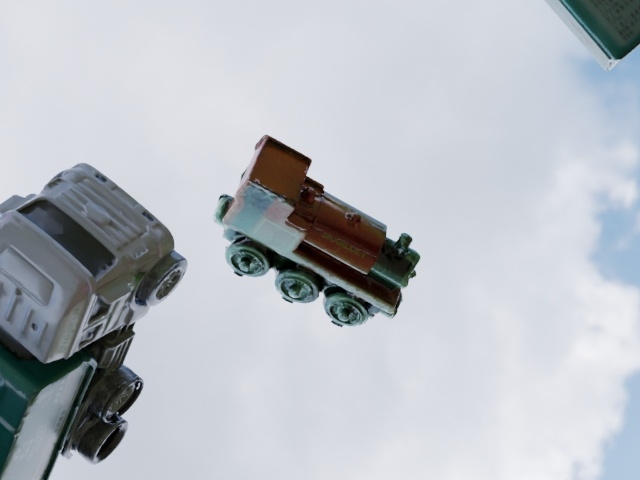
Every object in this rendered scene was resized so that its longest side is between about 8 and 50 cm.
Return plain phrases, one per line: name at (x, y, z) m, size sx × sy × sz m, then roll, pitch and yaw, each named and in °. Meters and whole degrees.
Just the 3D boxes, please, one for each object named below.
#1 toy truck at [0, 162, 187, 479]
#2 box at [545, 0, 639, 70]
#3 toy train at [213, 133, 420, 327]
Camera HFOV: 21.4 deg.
toy truck at (-0.183, 0.077, 1.082) m, size 0.124 × 0.114 × 0.253 m, roll -35°, pitch -22°, yaw -48°
box at (0.306, -0.289, 1.528) m, size 0.245 × 0.092 × 0.153 m, roll -40°, pitch -93°, yaw 3°
toy train at (0.000, 0.000, 1.374) m, size 0.176 × 0.118 × 0.074 m, roll 28°, pitch -128°, yaw -7°
